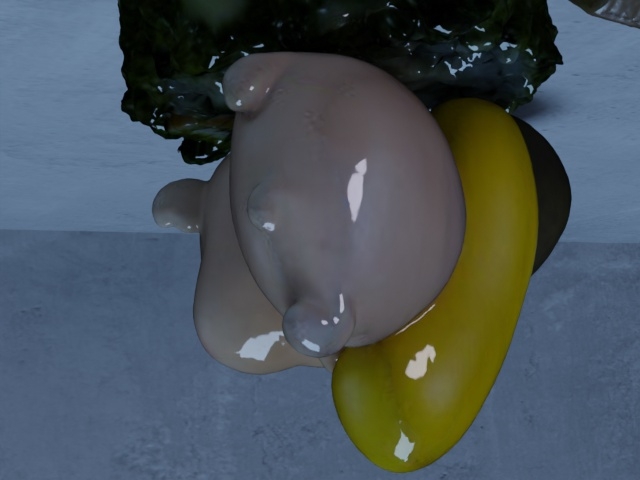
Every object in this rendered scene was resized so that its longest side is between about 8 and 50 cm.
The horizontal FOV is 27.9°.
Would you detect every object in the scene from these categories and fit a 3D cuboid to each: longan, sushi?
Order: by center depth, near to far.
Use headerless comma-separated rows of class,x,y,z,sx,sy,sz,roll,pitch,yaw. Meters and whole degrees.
sushi,0.003,-0.181,1.001,0.351,0.178,0.294,-7,170,17
longan,0.199,-0.049,1.773,0.297,0.297,0.297,-3,173,0

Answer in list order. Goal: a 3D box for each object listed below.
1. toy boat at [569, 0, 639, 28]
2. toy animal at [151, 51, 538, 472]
toy boat,0.226,-0.202,0.824,0.445,0.162,0.136,11,168,-25
toy animal,-0.004,0.021,0.942,0.246,0.278,0.345,2,177,33
